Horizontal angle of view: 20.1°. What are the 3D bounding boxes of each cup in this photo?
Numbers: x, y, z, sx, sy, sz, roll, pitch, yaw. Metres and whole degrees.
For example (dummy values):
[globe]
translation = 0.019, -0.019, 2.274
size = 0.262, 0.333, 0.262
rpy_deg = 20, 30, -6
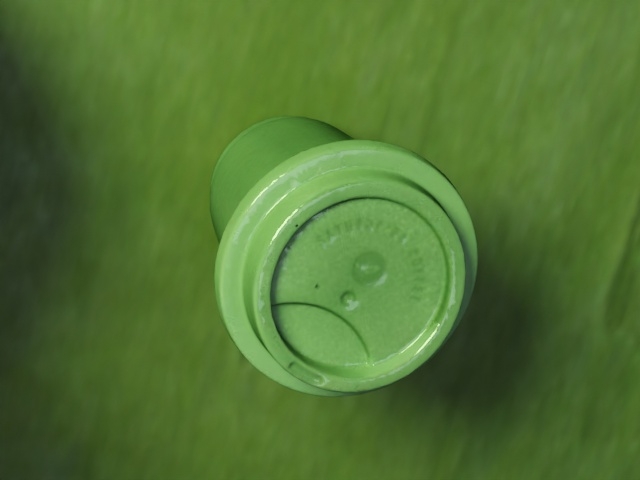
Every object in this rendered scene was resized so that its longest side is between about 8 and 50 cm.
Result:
[cup]
translation = 0.000, 0.000, 0.840
size = 0.120, 0.141, 0.120
rpy_deg = -5, 108, -15
